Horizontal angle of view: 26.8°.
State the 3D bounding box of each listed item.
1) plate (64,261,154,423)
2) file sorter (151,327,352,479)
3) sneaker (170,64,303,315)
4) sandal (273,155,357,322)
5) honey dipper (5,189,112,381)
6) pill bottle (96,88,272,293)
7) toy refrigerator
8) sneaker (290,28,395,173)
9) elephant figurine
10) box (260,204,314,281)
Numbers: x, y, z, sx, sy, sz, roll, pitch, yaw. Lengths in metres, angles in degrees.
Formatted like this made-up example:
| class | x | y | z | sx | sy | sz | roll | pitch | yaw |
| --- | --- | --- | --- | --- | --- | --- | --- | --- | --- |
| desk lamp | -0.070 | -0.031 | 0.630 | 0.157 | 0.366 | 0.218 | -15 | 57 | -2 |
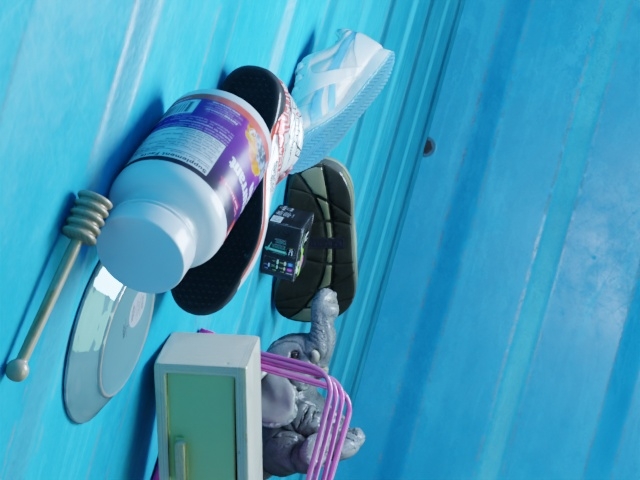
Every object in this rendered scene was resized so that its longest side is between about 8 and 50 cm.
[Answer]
| class | x | y | z | sx | sy | sz | roll | pitch | yaw |
| --- | --- | --- | --- | --- | --- | --- | --- | --- | --- |
| plate | -0.188 | 0.082 | 1.249 | 0.188 | 0.024 | 0.188 | 15 | 90 | -80 |
| file sorter | -0.071 | 0.250 | 1.711 | 0.290 | 0.182 | 0.202 | 60 | 46 | -77 |
| sneaker | -0.082 | -0.046 | 1.458 | 0.145 | 0.090 | 0.270 | 31 | 72 | -78 |
| sandal | 0.002 | -0.001 | 1.966 | 0.086 | 0.120 | 0.302 | -85 | -177 | -55 |
| honey dipper | -0.208 | 0.037 | 1.056 | 0.030 | 0.031 | 0.160 | 78 | 32 | -70 |
| pill bottle | -0.121 | -0.042 | 1.182 | 0.193 | 0.108 | 0.108 | -63 | 165 | -50 |
| toy refrigerator | -0.121 | 0.244 | 1.484 | 0.094 | 0.102 | 0.269 | -70 | 162 | -69 |
| sneaker | -0.003 | -0.179 | 1.742 | 0.228 | 0.092 | 0.087 | -49 | 163 | -23 |
| elephant figurine | -0.043 | 0.213 | 1.965 | 0.239 | 0.186 | 0.169 | 68 | -22 | -3 |
| box | -0.047 | 0.004 | 1.859 | 0.062 | 0.052 | 0.083 | -56 | 158 | -61 |
